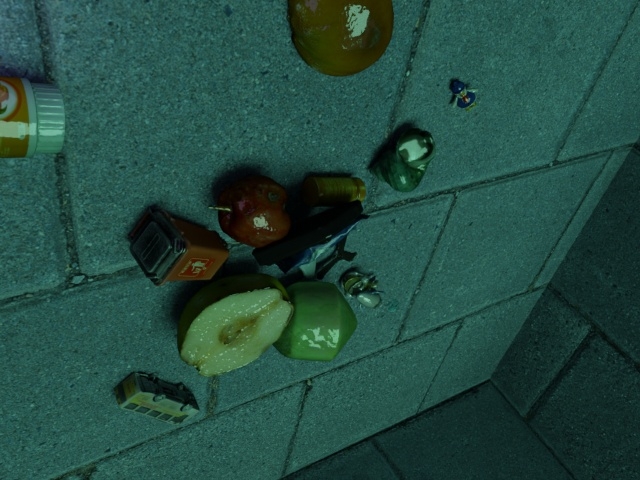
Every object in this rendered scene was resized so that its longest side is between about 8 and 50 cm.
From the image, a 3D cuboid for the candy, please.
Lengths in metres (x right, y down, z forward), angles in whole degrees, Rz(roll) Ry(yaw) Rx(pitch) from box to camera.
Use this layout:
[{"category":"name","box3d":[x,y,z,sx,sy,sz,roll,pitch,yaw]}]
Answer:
[{"category":"candy","box3d":[0.000,0.000,1.958,0.331,0.187,0.077,-37,105,-9]}]

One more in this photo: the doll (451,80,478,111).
[{"category":"doll","box3d":[0.459,-0.470,1.915,0.099,0.057,0.143,-33,141,18]}]

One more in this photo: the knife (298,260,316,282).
[{"category":"knife","box3d":[-0.052,0.147,2.168,0.080,0.044,0.331,-22,145,-14]}]

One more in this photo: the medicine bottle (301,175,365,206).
[{"category":"medicine bottle","box3d":[0.042,-0.154,1.864,0.192,0.096,0.096,-4,132,-39]}]

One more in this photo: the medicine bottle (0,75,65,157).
[{"category":"medicine bottle","box3d":[-0.661,-0.234,1.118,0.318,0.158,0.158,-7,134,-37]}]

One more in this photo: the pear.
[{"category":"pear","box3d":[-0.294,0.238,1.920,0.386,0.191,0.340,-36,137,-3]}]

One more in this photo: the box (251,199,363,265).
[{"category":"box","box3d":[-0.032,-0.026,1.774,0.289,0.073,0.290,-21,-172,28]}]

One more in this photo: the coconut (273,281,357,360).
[{"category":"coconut","box3d":[-0.025,0.293,2.114,0.329,0.281,0.328,-4,125,-6]}]

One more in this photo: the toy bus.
[{"category":"toy bus","box3d":[-0.574,0.570,2.122,0.138,0.097,0.342,-38,144,3]}]

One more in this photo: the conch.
[{"category":"conch","box3d":[0.264,-0.252,1.925,0.202,0.134,0.196,-22,101,-13]}]

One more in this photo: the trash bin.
[{"category":"trash bin","box3d":[-0.387,0.019,1.637,0.161,0.184,0.239,-50,154,16]}]

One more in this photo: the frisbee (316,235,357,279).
[{"category":"frisbee","box3d":[0.074,0.060,2.181,0.187,0.012,0.211,13,111,-56]}]

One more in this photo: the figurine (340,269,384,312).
[{"category":"figurine","box3d":[0.166,0.190,2.322,0.128,0.184,0.208,-46,-179,16]}]

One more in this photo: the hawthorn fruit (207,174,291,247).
[{"category":"hawthorn fruit","box3d":[-0.205,-0.083,1.628,0.243,0.207,0.207,0,130,-49]}]

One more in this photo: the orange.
[{"category":"orange","box3d":[0.057,-0.545,1.457,0.274,0.274,0.310,-26,174,-17]}]
